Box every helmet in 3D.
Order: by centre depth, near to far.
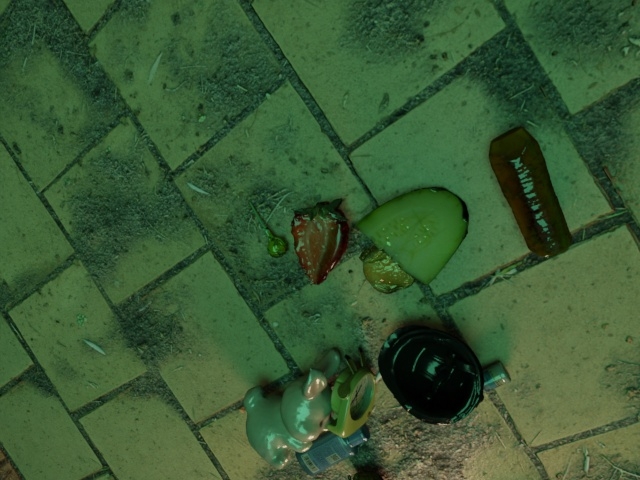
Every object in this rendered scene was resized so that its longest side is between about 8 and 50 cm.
[{"bbox_3d":[0.308,0.354,1.132,0.278,0.160,0.231,24,91,39],"label":"helmet"}]

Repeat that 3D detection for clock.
[{"bbox_3d":[0.096,0.434,1.223,0.069,0.170,0.232,12,100,36],"label":"clock"}]

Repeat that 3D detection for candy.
[{"bbox_3d":[-0.164,-0.035,1.256,0.062,0.058,0.194,-31,82,-19],"label":"candy"}]

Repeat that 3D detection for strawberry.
[{"bbox_3d":[0.015,0.004,1.181,0.174,0.098,0.228,-7,103,19],"label":"strawberry"}]

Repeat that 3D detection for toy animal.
[{"bbox_3d":[-0.074,0.486,1.267,0.241,0.196,0.367,47,113,4],"label":"toy animal"}]

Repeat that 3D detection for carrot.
[{"bbox_3d":[0.497,-0.116,1.001,0.114,0.114,0.302,-23,99,20],"label":"carrot"}]

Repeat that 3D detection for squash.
[{"bbox_3d":[0.252,-0.043,1.069,0.237,0.204,0.155,43,133,5],"label":"squash"}]

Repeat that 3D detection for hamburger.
[{"bbox_3d":[0.187,0.072,1.151,0.138,0.083,0.147,-28,95,17],"label":"hamburger"}]

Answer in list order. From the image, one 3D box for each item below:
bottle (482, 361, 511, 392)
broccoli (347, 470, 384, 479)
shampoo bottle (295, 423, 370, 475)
[{"bbox_3d":[0.416,0.408,1.171,0.217,0.060,0.060,-34,91,22],"label":"bottle"},{"bbox_3d":[0.152,0.780,1.304,0.130,0.120,0.131,5,138,36],"label":"broccoli"},{"bbox_3d":[0.044,0.656,1.337,0.258,0.061,0.104,-36,90,21],"label":"shampoo bottle"}]
